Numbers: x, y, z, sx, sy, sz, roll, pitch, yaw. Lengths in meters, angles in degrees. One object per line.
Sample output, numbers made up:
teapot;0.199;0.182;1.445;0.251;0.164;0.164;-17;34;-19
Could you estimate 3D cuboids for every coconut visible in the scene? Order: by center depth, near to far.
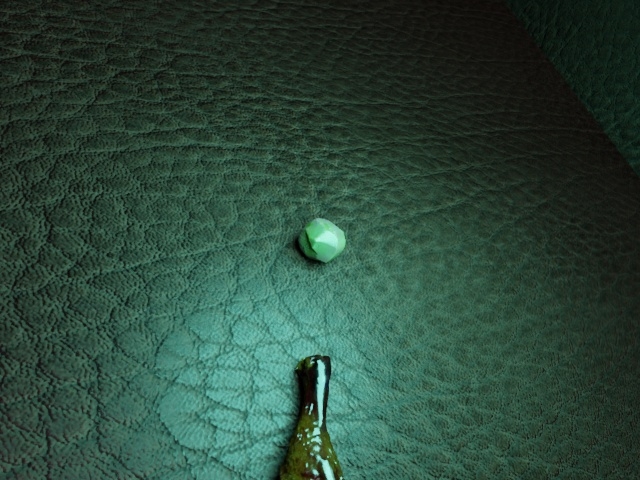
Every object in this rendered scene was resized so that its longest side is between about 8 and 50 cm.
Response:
coconut;0.000;0.000;0.995;0.081;0.082;0.083;-13;104;-63

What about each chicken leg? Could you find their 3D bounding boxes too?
chicken leg;0.016;0.346;0.740;0.158;0.096;0.406;4;52;-34
